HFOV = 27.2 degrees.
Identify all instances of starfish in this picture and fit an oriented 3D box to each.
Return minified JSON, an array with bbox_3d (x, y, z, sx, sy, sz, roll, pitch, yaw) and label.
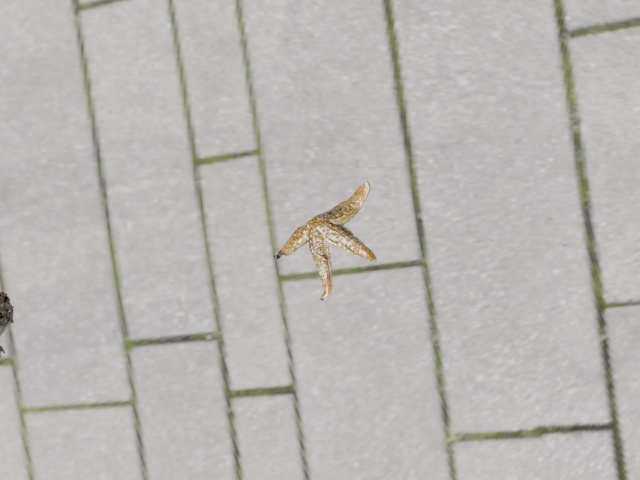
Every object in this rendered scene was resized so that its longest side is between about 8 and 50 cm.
[{"bbox_3d":[-0.003,-0.001,1.411,0.130,0.041,0.133,-14,54,27],"label":"starfish"}]

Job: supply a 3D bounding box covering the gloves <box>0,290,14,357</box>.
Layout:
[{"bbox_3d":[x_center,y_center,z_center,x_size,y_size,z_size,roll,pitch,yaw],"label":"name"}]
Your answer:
[{"bbox_3d":[-0.540,0.125,1.741,0.312,0.210,0.135,1,95,37],"label":"gloves"}]
